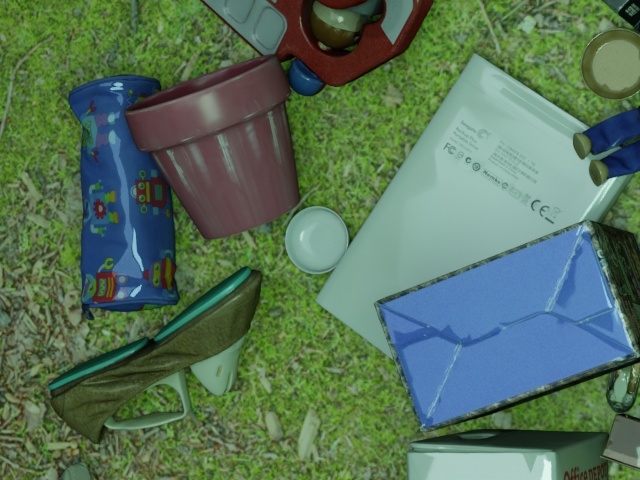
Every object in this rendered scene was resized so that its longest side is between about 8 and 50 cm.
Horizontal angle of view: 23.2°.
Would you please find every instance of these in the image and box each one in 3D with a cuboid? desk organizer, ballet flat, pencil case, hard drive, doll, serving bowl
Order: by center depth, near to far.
[{"bbox_3d":[0.348,0.219,1.704,0.047,0.130,0.050,17,92,22],"label":"desk organizer"},{"bbox_3d":[0.381,-0.120,1.725,0.189,0.046,0.129,-25,68,-6],"label":"doll"},{"bbox_3d":[0.347,0.140,1.756,0.041,0.041,0.114,12,92,22],"label":"ballet flat"},{"bbox_3d":[0.180,-0.009,1.827,0.233,0.047,0.353,36,100,19],"label":"hard drive"},{"bbox_3d":[0.000,0.000,1.910,0.083,0.027,0.083,-1,87,23],"label":"serving bowl"},{"bbox_3d":[-0.185,0.158,1.944,0.342,0.116,0.124,-31,97,18],"label":"ballet flat"},{"bbox_3d":[-0.251,-0.054,1.968,0.133,0.119,0.306,-8,85,43],"label":"pencil case"}]

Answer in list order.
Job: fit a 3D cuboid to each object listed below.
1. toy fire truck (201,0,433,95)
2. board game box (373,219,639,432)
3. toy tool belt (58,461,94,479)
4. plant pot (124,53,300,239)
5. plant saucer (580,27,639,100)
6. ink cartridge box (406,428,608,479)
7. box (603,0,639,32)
[{"bbox_3d":[-0.010,-0.315,1.877,0.302,0.169,0.254,43,129,17],"label":"toy fire truck"},{"bbox_3d":[0.223,0.089,1.627,0.232,0.291,0.141,-22,81,18],"label":"board game box"},{"bbox_3d":[-0.315,0.332,2.018,0.051,0.052,0.083,-34,70,50],"label":"toy tool belt"},{"bbox_3d":[-0.113,-0.108,1.878,0.201,0.201,0.180,-16,102,21],"label":"plant pot"},{"bbox_3d":[0.341,-0.201,1.787,0.083,0.015,0.083,-1,87,22],"label":"plant saucer"},{"bbox_3d":[0.211,0.405,1.666,0.166,0.285,0.394,-3,86,21],"label":"ink cartridge box"},{"bbox_3d":[0.366,-0.309,1.693,0.147,0.180,0.077,-46,72,14],"label":"box"}]
